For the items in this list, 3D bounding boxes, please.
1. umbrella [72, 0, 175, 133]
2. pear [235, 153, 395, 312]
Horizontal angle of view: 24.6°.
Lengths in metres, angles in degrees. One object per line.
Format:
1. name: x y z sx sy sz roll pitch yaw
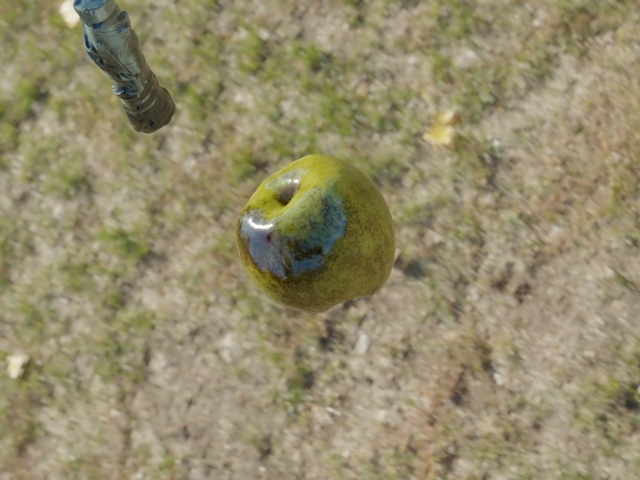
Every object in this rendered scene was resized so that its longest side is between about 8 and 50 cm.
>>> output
1. umbrella: -0.165 -0.147 1.198 0.050 0.188 0.046 5 67 13
2. pear: 0.000 0.000 1.834 0.197 0.197 0.197 -16 62 31
